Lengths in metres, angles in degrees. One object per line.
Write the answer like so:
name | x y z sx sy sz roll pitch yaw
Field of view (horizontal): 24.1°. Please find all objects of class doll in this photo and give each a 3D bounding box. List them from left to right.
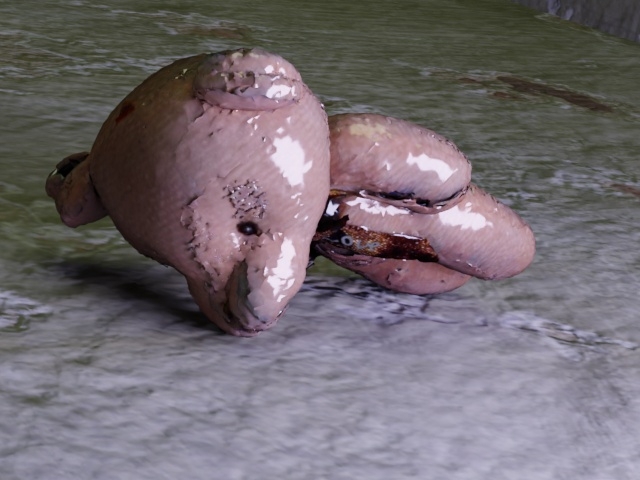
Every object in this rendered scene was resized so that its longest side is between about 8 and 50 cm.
doll | 0.000 0.000 0.911 0.303 0.156 0.201 23 -33 -32
